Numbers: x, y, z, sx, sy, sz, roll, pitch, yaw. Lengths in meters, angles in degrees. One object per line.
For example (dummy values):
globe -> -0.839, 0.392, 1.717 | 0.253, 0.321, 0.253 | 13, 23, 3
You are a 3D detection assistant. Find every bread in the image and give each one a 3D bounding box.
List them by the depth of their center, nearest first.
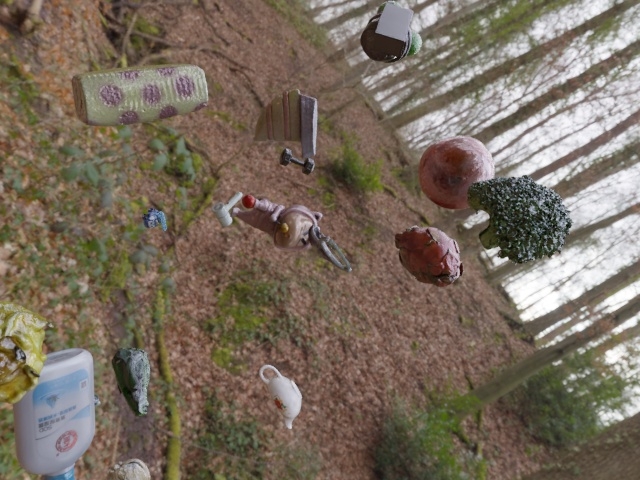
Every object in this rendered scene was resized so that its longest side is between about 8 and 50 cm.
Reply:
bread -> -0.511, -0.412, 1.361 | 0.187, 0.338, 0.155 | 29, -52, 50

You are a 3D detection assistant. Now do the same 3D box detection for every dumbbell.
dumbbell -> -0.056, -0.186, 1.133 | 0.036, 0.083, 0.040 | -57, -155, 33

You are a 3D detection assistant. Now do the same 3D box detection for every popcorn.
popcorn -> -0.531, 0.197, 0.790 | 0.195, 0.173, 0.168 | 42, -20, 34

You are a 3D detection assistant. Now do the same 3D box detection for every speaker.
speaker -> 0.188, -0.544, 1.235 | 0.044, 0.082, 0.218 | 106, 1, -45

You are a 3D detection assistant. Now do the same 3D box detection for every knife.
knife -> -0.002, 0.001, 1.280 | 0.123, 0.053, 0.278 | 59, -5, -20

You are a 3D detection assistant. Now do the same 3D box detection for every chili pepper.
chili pepper -> -0.560, 0.423, 1.449 | 0.216, 0.108, 0.062 | 65, -23, 22

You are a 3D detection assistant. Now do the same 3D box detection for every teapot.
teapot -> -0.123, 0.506, 1.586 | 0.226, 0.092, 0.145 | 59, -6, -1

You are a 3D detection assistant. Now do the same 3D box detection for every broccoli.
broccoli -> 0.388, -0.033, 0.998 | 0.220, 0.194, 0.194 | 43, -10, 8

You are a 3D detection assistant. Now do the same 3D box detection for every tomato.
tomato -> 0.484, -0.237, 1.718 | 0.270, 0.270, 0.227 | 64, 20, -12

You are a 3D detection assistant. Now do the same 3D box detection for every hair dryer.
hair dryer -> -0.325, -0.124, 1.728 | 0.047, 0.137, 0.082 | 20, -30, 32

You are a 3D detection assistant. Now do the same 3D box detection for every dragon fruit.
dragon fruit -> 0.443, 0.059, 1.965 | 0.315, 0.250, 0.250 | 9, -52, 60

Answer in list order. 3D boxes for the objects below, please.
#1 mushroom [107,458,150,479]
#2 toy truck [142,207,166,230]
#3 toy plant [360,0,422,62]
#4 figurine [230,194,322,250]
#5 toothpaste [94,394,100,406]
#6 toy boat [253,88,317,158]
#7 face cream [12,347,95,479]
mushroom -> -0.385, 0.703, 1.132 | 0.397, 0.126, 0.177 | 46, 28, 4
toy truck -> -0.586, -0.071, 1.719 | 0.090, 0.073, 0.056 | 21, -39, 14
toy plant -> 0.251, -0.740, 1.715 | 0.218, 0.235, 0.175 | 51, -36, -1
figurine -> -0.138, -0.050, 1.536 | 0.287, 0.176, 0.186 | 25, 25, -21
toothpaste -> -0.676, 0.435, 1.338 | 0.035, 0.057, 0.197 | 12, -27, 19
toy boat -> -0.133, -0.516, 2.081 | 0.111, 0.294, 0.276 | -68, 176, -67
face cream -> -0.570, 0.410, 1.036 | 0.080, 0.163, 0.336 | 11, -77, 34
